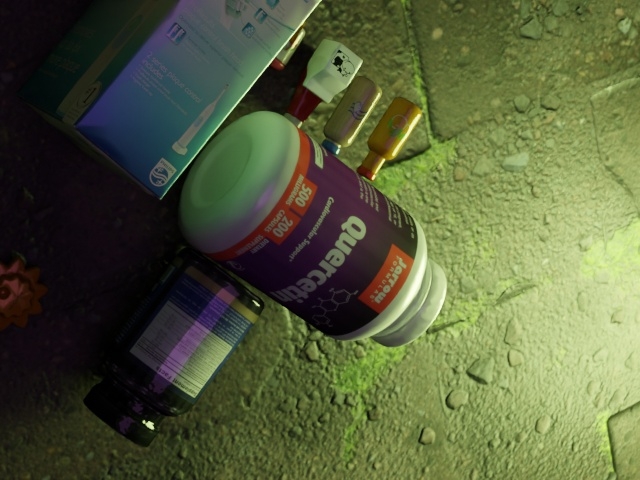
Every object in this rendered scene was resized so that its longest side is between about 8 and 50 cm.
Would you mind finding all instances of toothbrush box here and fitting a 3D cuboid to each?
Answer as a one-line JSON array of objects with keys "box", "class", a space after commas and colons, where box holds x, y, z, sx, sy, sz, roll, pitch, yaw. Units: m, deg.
[{"box": [-0.157, -0.213, 1.362, 0.295, 0.216, 0.126, -51, 121, -6], "class": "toothbrush box"}]

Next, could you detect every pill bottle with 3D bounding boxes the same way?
[{"box": [0.000, 0.000, 1.528, 0.323, 0.181, 0.181, 35, 86, -31], "class": "pill bottle"}, {"box": [-0.175, 0.126, 1.505, 0.123, 0.123, 0.219, 40, 85, -31], "class": "pill bottle"}]

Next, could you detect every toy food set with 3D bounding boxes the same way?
[{"box": [-0.002, -0.173, 1.518, 0.232, 0.111, 0.104, 34, 87, -34], "class": "toy food set"}]

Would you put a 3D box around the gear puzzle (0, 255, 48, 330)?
[{"box": [-0.455, 0.100, 1.390, 0.339, 0.044, 0.175, -14, 110, -25], "class": "gear puzzle"}]
